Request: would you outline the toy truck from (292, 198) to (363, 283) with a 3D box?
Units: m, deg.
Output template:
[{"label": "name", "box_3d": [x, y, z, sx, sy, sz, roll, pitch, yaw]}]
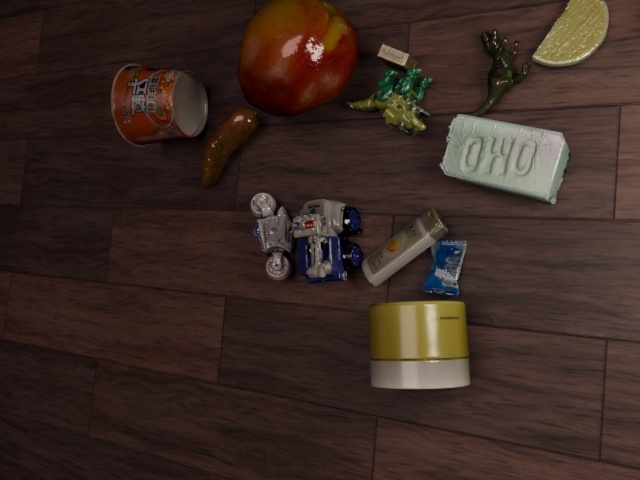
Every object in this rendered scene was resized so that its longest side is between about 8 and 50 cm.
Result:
[{"label": "toy truck", "box_3d": [0.000, 0.000, 1.549, 0.161, 0.177, 0.213, -8, 81, 30]}]

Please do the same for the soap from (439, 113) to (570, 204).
[{"label": "soap", "box_3d": [0.410, -0.188, 1.386, 0.262, 0.094, 0.150, 18, 93, 30]}]

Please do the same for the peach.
[{"label": "peach", "box_3d": [-0.068, -0.465, 1.580, 0.332, 0.308, 0.307, -38, 67, 25]}]

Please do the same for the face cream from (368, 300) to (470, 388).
[{"label": "face cream", "box_3d": [0.217, 0.229, 1.374, 0.218, 0.218, 0.179, -6, 80, 29]}]

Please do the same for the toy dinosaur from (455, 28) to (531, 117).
[{"label": "toy dinosaur", "box_3d": [0.403, -0.388, 1.460, 0.179, 0.087, 0.187, 141, 137, -59]}]

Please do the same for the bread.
[{"label": "bread", "box_3d": [0.569, -0.455, 1.363, 0.112, 0.036, 0.193, 36, 98, 23]}]

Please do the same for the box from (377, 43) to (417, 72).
[{"label": "box", "box_3d": [0.193, -0.451, 1.546, 0.079, 0.083, 0.035, 28, 100, 21]}]

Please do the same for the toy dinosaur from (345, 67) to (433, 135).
[{"label": "toy dinosaur", "box_3d": [0.174, -0.355, 1.550, 0.259, 0.094, 0.153, 23, 92, 38]}]

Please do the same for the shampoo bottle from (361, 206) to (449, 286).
[{"label": "shampoo bottle", "box_3d": [0.202, 0.016, 1.495, 0.227, 0.056, 0.086, -39, 36, 21]}]

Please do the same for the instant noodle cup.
[{"label": "instant noodle cup", "box_3d": [-0.465, -0.400, 1.836, 0.192, 0.250, 0.250, 4, 86, 22]}]

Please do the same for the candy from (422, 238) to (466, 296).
[{"label": "candy", "box_3d": [0.291, 0.061, 1.457, 0.088, 0.038, 0.136, 6, 78, 27]}]

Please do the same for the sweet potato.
[{"label": "sweet potato", "box_3d": [-0.277, -0.277, 1.794, 0.292, 0.097, 0.097, -49, 64, 25]}]

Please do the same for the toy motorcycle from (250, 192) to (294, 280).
[{"label": "toy motorcycle", "box_3d": [-0.122, -0.016, 1.676, 0.112, 0.112, 0.254, -24, 71, 25]}]
